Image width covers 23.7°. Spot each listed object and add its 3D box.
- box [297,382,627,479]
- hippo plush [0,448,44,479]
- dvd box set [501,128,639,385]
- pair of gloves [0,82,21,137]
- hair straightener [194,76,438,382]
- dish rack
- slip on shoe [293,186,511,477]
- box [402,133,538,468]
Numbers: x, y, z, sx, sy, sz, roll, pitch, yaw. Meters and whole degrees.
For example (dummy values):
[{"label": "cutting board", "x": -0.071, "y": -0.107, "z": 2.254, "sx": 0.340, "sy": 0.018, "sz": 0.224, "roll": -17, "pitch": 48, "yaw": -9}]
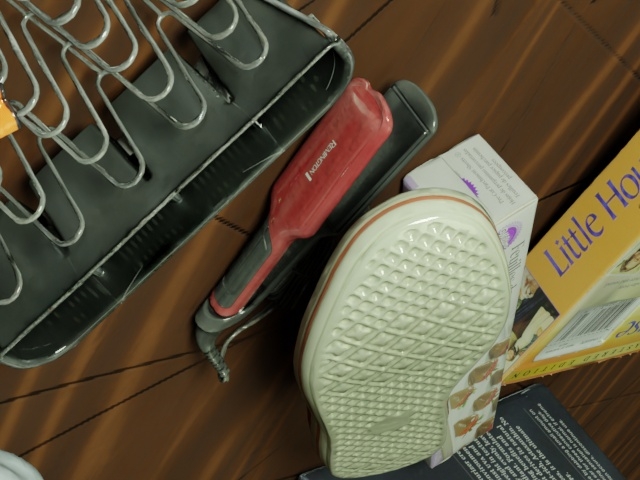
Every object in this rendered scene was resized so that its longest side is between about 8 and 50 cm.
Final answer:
[{"label": "box", "x": 0.088, "y": 0.314, "z": 1.329, "sx": 0.294, "sy": 0.183, "sz": 0.296, "roll": -14, "pitch": 143, "yaw": -39}, {"label": "hippo plush", "x": -0.198, "y": 0.193, "z": 0.620, "sx": 0.236, "sy": 0.234, "sz": 0.294, "roll": -2, "pitch": 143, "yaw": 10}, {"label": "dvd box set", "x": 0.327, "y": -0.058, "z": 1.140, "sx": 0.307, "sy": 0.062, "sz": 0.420, "roll": -8, "pitch": 146, "yaw": -43}, {"label": "pair of gloves", "x": -0.150, "y": -0.054, "z": 0.521, "sx": 0.074, "sy": 0.010, "sz": 0.083, "roll": -24, "pitch": 123, "yaw": -7}, {"label": "hair straightener", "x": 0.000, "y": 0.000, "z": 0.883, "sx": 0.089, "sy": 0.047, "sz": 0.230, "roll": -7, "pitch": 139, "yaw": -47}, {"label": "dish rack", "x": -0.123, "y": -0.067, "z": 0.596, "sx": 0.208, "sy": 0.074, "sz": 0.271, "roll": -44, "pitch": 152, "yaw": 4}, {"label": "slip on shoe", "x": 0.036, "y": 0.049, "z": 0.920, "sx": 0.123, "sy": 0.101, "sz": 0.331, "roll": -12, "pitch": 156, "yaw": -8}, {"label": "box", "x": 0.092, "y": 0.055, "z": 1.067, "sx": 0.063, "sy": 0.067, "sz": 0.324, "roll": -31, "pitch": 153, "yaw": -18}]
